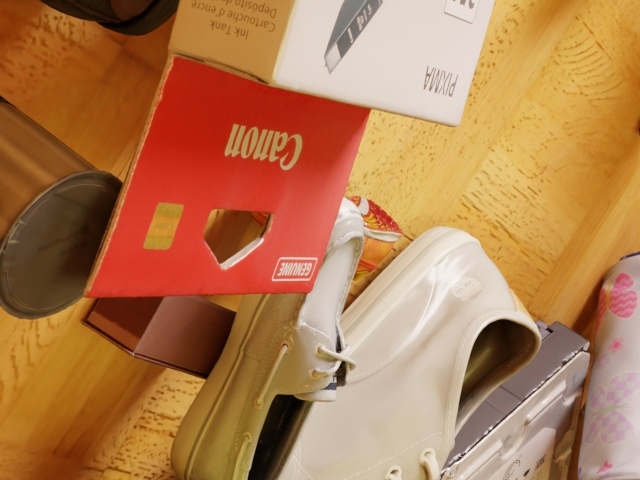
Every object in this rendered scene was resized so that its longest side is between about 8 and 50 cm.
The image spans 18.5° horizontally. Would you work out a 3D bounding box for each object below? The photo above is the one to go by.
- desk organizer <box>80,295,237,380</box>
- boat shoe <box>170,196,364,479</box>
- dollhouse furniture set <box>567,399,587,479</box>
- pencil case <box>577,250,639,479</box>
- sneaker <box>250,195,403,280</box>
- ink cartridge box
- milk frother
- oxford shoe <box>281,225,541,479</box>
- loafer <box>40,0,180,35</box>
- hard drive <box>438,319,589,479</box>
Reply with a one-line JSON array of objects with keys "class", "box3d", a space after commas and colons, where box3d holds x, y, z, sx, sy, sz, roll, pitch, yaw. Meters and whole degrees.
[{"class": "desk organizer", "box3d": [-0.095, 0.054, 1.283, 0.050, 0.047, 0.130, -60, 152, 1]}, {"class": "boat shoe", "box3d": [-0.017, 0.081, 1.289, 0.079, 0.081, 0.227, 0, 122, -57]}, {"class": "dollhouse furniture set", "box3d": [0.431, 0.246, 1.939, 0.303, 0.355, 0.174, -54, 160, -34]}, {"class": "pencil case", "box3d": [0.311, 0.141, 1.827, 0.113, 0.124, 0.273, 41, 47, -32]}, {"class": "sneaker", "box3d": [0.000, 0.000, 1.364, 0.067, 0.064, 0.175, -51, 151, 11]}, {"class": "ink cartridge box", "box3d": [0.004, -0.084, 1.048, 0.296, 0.066, 0.261, 2, 106, -68]}, {"class": "milk frother", "box3d": [-0.188, 0.000, 0.979, 0.129, 0.135, 0.143, -25, 138, -38]}, {"class": "oxford shoe", "box3d": [0.012, 0.174, 1.463, 0.449, 0.130, 0.169, -47, 160, -23]}, {"class": "loafer", "box3d": [-0.068, -0.227, 0.989, 0.084, 0.096, 0.267, 5, 116, -53]}, {"class": "hard drive", "box3d": [0.150, 0.258, 1.871, 0.237, 0.064, 0.339, -37, 145, -34]}]
